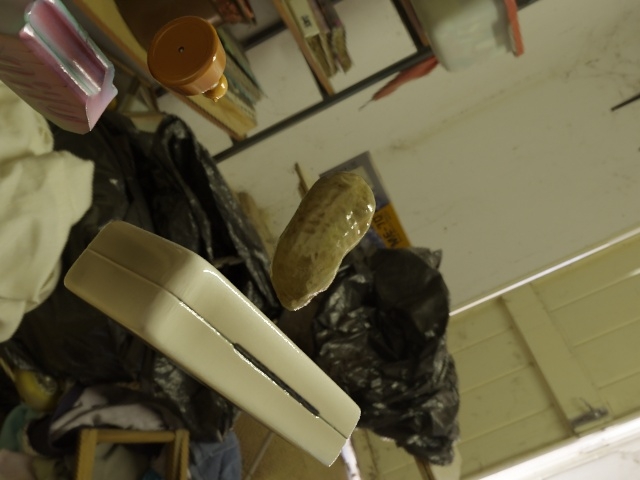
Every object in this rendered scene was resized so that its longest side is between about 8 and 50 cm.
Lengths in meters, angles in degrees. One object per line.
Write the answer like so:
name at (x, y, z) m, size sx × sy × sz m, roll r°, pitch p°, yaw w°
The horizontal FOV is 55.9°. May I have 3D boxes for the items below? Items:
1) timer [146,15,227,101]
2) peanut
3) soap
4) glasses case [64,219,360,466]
timer at (-0.212, -0.299, 1.071) m, size 0.132 × 0.132 × 0.152 m, roll 68°, pitch 9°, yaw 20°
peanut at (0.000, 0.000, 1.020) m, size 0.122 × 0.253 × 0.137 m, roll 26°, pitch -18°, yaw 18°
soap at (-0.483, -0.312, 1.076) m, size 0.324 × 0.193 × 0.109 m, roll 61°, pitch 47°, yaw -67°
glasses case at (-0.086, 0.114, 0.595) m, size 0.144 × 0.076 × 0.336 m, roll 20°, pitch -23°, yaw 39°
